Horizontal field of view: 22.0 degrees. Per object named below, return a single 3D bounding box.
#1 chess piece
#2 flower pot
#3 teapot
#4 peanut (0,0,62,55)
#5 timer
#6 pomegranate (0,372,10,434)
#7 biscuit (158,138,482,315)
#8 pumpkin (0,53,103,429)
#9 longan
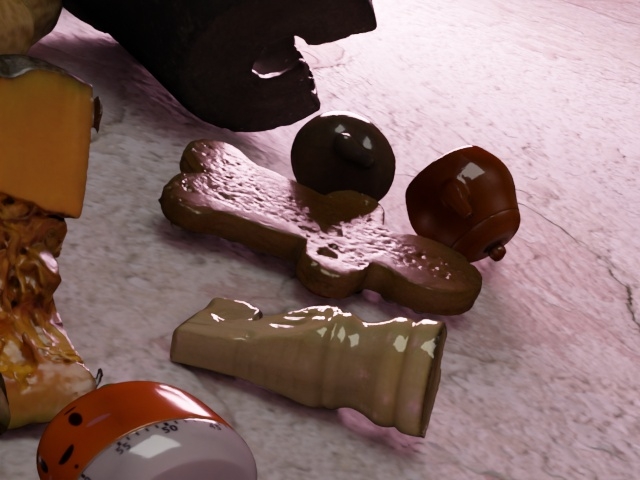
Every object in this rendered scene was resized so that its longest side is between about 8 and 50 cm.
[{"bbox_3d":[-0.009,0.086,1.254,0.200,0.090,0.090,11,21,9],"label":"chess piece"},{"bbox_3d":[-0.097,-0.275,1.716,0.379,0.379,0.251,2,50,-36],"label":"flower pot"},{"bbox_3d":[0.148,-0.024,1.603,0.116,0.116,0.173,28,-3,19],"label":"teapot"},{"bbox_3d":[-0.334,-0.219,1.639,0.117,0.101,0.263,20,20,0],"label":"peanut"},{"bbox_3d":[-0.114,0.132,1.019,0.136,0.099,0.136,29,17,-10],"label":"timer"},{"bbox_3d":[-0.302,0.068,0.959,0.190,0.159,0.241,42,3,20],"label":"pomegranate"},{"bbox_3d":[0.000,0.000,1.482,0.301,0.049,0.197,21,27,2],"label":"biscuit"},{"bbox_3d":[-0.227,-0.018,1.150,0.139,0.190,0.280,7,27,-32],"label":"pumpkin"},{"bbox_3d":[0.023,-0.078,1.598,0.106,0.106,0.119,17,-11,-7],"label":"longan"}]
